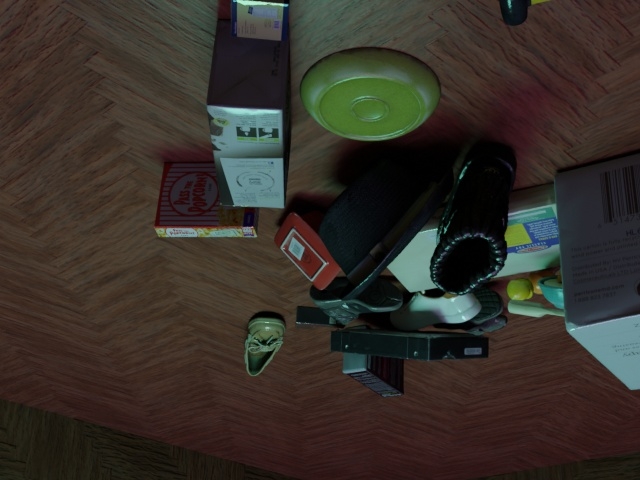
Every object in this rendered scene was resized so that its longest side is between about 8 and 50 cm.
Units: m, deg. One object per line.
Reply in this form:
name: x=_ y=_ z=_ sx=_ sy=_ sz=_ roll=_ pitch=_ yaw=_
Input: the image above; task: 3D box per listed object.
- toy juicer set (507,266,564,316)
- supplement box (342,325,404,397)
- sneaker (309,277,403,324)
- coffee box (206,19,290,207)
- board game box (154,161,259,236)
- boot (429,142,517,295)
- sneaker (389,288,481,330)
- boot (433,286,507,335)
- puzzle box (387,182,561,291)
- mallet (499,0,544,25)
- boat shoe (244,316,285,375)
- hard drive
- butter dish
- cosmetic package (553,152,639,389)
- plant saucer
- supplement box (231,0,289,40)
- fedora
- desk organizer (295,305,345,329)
toy juicer set: x=0.499 y=0.097 z=1.938 sx=0.209 sy=0.090 sz=0.329 roll=1 pitch=-170 yaw=25
supplement box: x=0.152 y=0.341 z=2.514 sx=0.073 sy=0.130 sz=0.239 roll=-13 pitch=147 yaw=29
sneaker: x=0.097 y=0.149 z=2.207 sx=0.227 sy=0.087 sz=0.130 roll=-2 pitch=154 yaw=16
coffee box: x=-0.111 y=-0.197 z=1.476 sx=0.118 sy=0.168 sz=0.297 roll=3 pitch=152 yaw=0
board game box: x=-0.214 y=-0.079 z=1.734 sx=0.193 sy=0.147 sz=0.045 roll=-1 pitch=152 yaw=6
boot: x=0.274 y=0.019 z=1.672 sx=0.131 sy=0.260 sz=0.348 roll=9 pitch=137 yaw=9
sneaker: x=0.260 y=0.140 z=2.191 sx=0.290 sy=0.106 sz=0.123 roll=-18 pitch=109 yaw=51
boot: x=0.411 y=0.183 z=2.257 sx=0.161 sy=0.084 sz=0.246 roll=14 pitch=158 yaw=-29
puzzle box: x=0.333 y=0.005 z=1.926 sx=0.408 sy=0.052 sz=0.272 roll=-12 pitch=149 yaw=22
mallet: x=0.351 y=-0.348 z=1.288 sx=0.189 sy=0.039 sz=0.062 roll=-5 pitch=150 yaw=7
boat shoe: x=-0.158 y=0.291 z=2.494 sx=0.104 sy=0.089 sz=0.285 roll=7 pitch=152 yaw=-6
hard drive: x=0.221 y=0.259 z=2.270 sx=0.236 sy=0.064 sz=0.339 roll=5 pitch=175 yaw=-41
butter dish: x=0.000 y=0.000 z=1.907 sx=0.160 sy=0.118 sz=0.160 roll=46 pitch=150 yaw=6
cosmetic package: x=0.673 y=0.058 z=1.709 sx=0.329 sy=0.328 sz=0.393 roll=-15 pitch=148 yaw=30
plant saucer: x=0.084 y=-0.235 z=1.525 sx=0.240 sy=0.037 sz=0.241 roll=2 pitch=152 yaw=1
supplement box: x=-0.087 y=-0.342 z=1.315 sx=0.083 sy=0.056 sz=0.083 roll=5 pitch=152 yaw=-3
fedora: x=0.102 y=-0.046 z=1.708 sx=0.152 sy=0.334 sz=0.334 roll=41 pitch=146 yaw=0
desk organizer: x=0.000 y=0.208 z=2.367 sx=0.130 sy=0.047 sz=0.050 roll=5 pitch=155 yaw=-3
